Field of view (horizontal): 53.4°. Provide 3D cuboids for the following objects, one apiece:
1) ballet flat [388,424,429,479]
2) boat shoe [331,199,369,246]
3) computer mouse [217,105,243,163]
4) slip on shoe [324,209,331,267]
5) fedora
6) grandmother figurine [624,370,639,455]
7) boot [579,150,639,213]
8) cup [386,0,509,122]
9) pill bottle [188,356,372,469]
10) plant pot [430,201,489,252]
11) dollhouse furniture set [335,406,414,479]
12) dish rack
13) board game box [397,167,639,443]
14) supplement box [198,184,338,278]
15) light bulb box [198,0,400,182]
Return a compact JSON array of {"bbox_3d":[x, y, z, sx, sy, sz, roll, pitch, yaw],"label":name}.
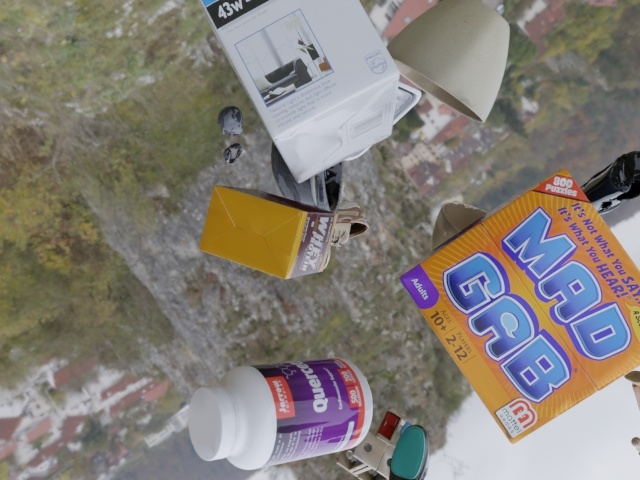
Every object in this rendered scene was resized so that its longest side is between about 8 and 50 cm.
[{"bbox_3d":[0.161,0.441,1.169,0.074,0.074,0.203,111,-4,-77],"label":"ballet flat"},{"bbox_3d":[0.042,-0.042,1.998,0.324,0.116,0.123,-22,154,-45],"label":"boat shoe"},{"bbox_3d":[-0.247,-0.282,1.758,0.071,0.041,0.242,-4,151,-8],"label":"computer mouse"},{"bbox_3d":[0.000,0.000,1.358,0.051,0.135,0.041,5,-165,18],"label":"slip on shoe"},{"bbox_3d":[-0.037,-0.211,1.668,0.152,0.334,0.334,2,-178,13],"label":"fedora"},{"bbox_3d":[0.904,0.500,1.676,0.208,0.342,0.104,-24,-172,-10],"label":"grandmother figurine"},{"bbox_3d":[0.668,-0.130,1.418,0.246,0.094,0.207,-26,170,-27],"label":"boot"},{"bbox_3d":[0.357,-0.499,1.673,0.237,0.331,0.331,-57,168,11],"label":"cup"},{"bbox_3d":[-0.071,0.318,1.183,0.323,0.181,0.181,3,148,-38],"label":"pill bottle"},{"bbox_3d":[0.395,0.055,1.646,0.284,0.284,0.191,-24,146,-59],"label":"plant pot"},{"bbox_3d":[0.146,0.468,1.502,0.184,0.129,0.129,-56,180,-33],"label":"dollhouse furniture set"},{"bbox_3d":[0.126,-0.388,1.964,0.333,0.072,0.285,-40,156,28],"label":"dish rack"},{"bbox_3d":[0.400,0.121,1.284,0.356,0.356,0.356,-34,175,4],"label":"board game box"},{"bbox_3d":[-0.096,-0.019,1.254,0.194,0.191,0.129,-5,111,-70],"label":"supplement box"},{"bbox_3d":[-0.046,-0.337,1.141,0.225,0.361,0.358,-27,173,0],"label":"light bulb box"}]
